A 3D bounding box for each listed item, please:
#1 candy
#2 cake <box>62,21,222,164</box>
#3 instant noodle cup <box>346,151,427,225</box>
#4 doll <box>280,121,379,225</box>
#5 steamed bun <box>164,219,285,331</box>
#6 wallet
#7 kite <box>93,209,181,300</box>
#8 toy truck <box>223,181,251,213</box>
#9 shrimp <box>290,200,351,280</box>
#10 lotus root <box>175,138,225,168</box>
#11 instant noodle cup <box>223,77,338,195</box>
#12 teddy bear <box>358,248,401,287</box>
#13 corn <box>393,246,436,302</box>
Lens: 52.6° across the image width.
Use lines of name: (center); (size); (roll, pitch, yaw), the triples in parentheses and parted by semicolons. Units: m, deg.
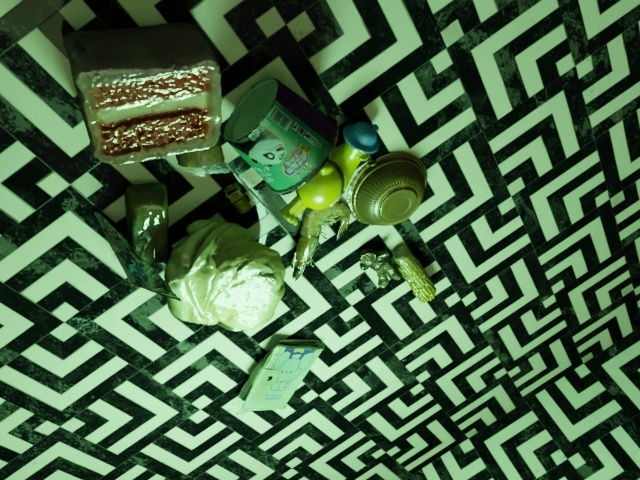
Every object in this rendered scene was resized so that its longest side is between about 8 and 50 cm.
candy: (-0.457, -0.040, 1.712); (0.104, 0.102, 0.234); (-6, 132, -21)
cake: (-0.380, -0.331, 1.418); (0.308, 0.230, 0.237); (-11, 133, -17)
instant noodle cup: (0.220, -0.130, 1.965); (0.273, 0.091, 0.274); (-13, 132, -15)
doll: (0.030, -0.193, 1.810); (0.363, 0.145, 0.199); (-45, 172, 2)
steamed bun: (-0.273, 0.095, 1.822); (0.372, 0.230, 0.325); (9, 123, -29)
wallet: (-0.144, 0.478, 2.309); (0.223, 0.077, 0.310); (13, 119, -37)
kite: (-0.478, 0.044, 1.674); (0.011, 0.335, 0.314); (-41, 173, -35)
toy truck: (-0.229, -0.119, 1.786); (0.049, 0.054, 0.083); (-31, 133, 2)
shrimp: (0.000, 0.000, 1.998); (0.169, 0.058, 0.296); (3, 123, -30)
lotus root: (-0.302, -0.229, 1.619); (0.122, 0.112, 0.081); (-10, 125, -16)
instant noodle cup: (-0.107, -0.267, 1.604); (0.251, 0.251, 0.190); (-43, 124, 13)
teddy bear: (0.192, 0.075, 2.140); (0.119, 0.078, 0.160); (-30, 121, 31)
corn: (0.328, 0.125, 2.233); (0.086, 0.086, 0.288); (-34, 132, 4)
